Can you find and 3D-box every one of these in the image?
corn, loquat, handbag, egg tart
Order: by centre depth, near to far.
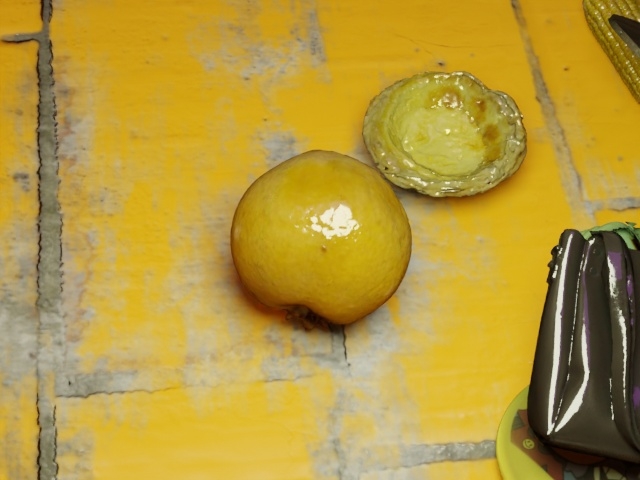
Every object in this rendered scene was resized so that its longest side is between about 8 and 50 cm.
[{"bbox_3d":[0.376,0.119,1.463,0.285,0.113,0.257,8,77,-5],"label":"handbag"},{"bbox_3d":[0.000,0.000,1.545,0.208,0.208,0.208,2,54,-3],"label":"loquat"},{"bbox_3d":[0.158,-0.126,1.716,0.212,0.090,0.213,1,53,-2],"label":"egg tart"},{"bbox_3d":[0.431,-0.268,1.851,0.080,0.080,0.238,-15,60,-15],"label":"corn"}]

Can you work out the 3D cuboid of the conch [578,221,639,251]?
[{"bbox_3d":[0.390,0.070,1.566,0.250,0.137,0.143,30,56,14],"label":"conch"}]

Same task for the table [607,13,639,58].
[{"bbox_3d":[0.579,-0.247,1.650,0.317,0.249,0.317,32,26,-18],"label":"table"}]

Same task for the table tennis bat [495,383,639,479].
[{"bbox_3d":[0.264,0.270,1.464,0.224,0.054,0.368,40,57,22],"label":"table tennis bat"}]
